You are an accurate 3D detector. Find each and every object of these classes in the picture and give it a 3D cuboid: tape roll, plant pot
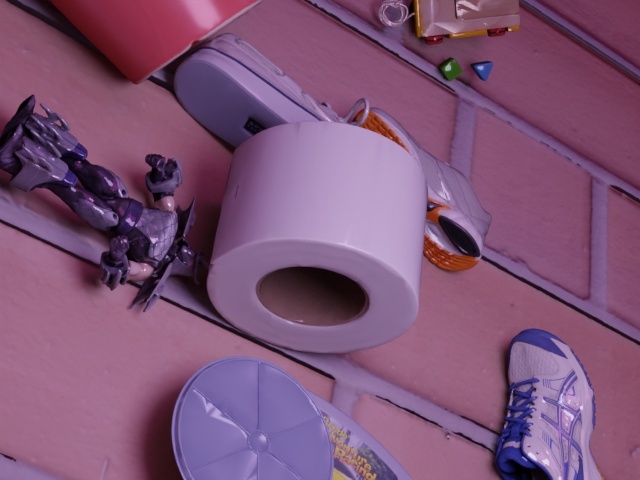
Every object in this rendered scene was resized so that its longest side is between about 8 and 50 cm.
[{"bbox_3d":[0.000,0.000,1.454,0.246,0.246,0.169,27,52,-24],"label":"tape roll"},{"bbox_3d":[-0.212,-0.339,1.497,0.243,0.275,0.275,57,45,-11],"label":"plant pot"}]

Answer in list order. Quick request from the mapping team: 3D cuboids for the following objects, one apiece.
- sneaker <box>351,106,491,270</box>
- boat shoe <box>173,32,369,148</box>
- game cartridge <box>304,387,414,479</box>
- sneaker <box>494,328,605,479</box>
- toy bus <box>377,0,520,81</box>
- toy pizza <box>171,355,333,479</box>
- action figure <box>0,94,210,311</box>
[{"bbox_3d":[0.140,-0.084,1.729,0.262,0.099,0.121,52,38,-11],"label":"sneaker"},{"bbox_3d":[-0.011,-0.138,1.619,0.367,0.136,0.156,38,44,-2],"label":"boat shoe"},{"bbox_3d":[0.001,0.291,1.420,0.294,0.060,0.196,41,43,-12],"label":"game cartridge"},{"bbox_3d":[0.286,0.251,1.623,0.131,0.112,0.296,6,61,-35],"label":"sneaker"},{"bbox_3d":[0.207,-0.360,1.921,0.202,0.191,0.104,38,4,-15],"label":"toy bus"},{"bbox_3d":[-0.074,0.222,1.344,0.201,0.032,0.201,18,55,-28],"label":"toy pizza"},{"bbox_3d":[-0.235,-0.039,1.399,0.285,0.099,0.185,37,39,-21],"label":"action figure"}]
